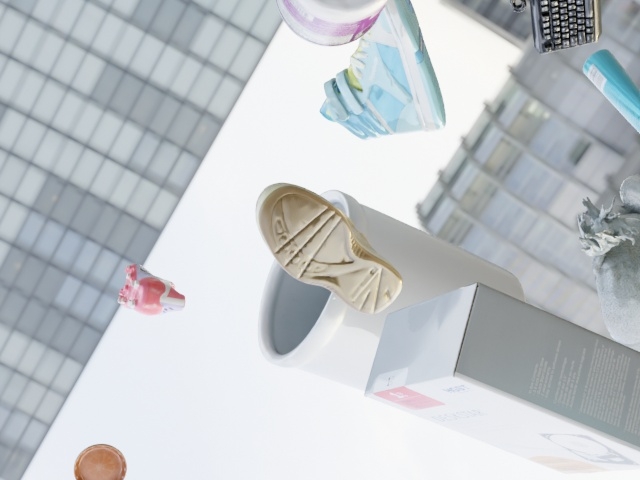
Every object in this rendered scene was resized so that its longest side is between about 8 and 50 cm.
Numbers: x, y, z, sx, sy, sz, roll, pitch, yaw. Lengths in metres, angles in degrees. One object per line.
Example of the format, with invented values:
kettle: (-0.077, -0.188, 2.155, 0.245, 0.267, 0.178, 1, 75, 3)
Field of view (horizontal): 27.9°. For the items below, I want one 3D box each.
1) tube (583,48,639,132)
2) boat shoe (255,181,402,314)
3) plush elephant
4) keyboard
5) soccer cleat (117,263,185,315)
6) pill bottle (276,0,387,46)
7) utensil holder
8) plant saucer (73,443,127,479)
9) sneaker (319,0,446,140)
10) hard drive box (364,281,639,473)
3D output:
tube: (0.481, -0.210, 1.984, 0.207, 0.052, 0.080, 60, -174, 33)
boat shoe: (0.000, 0.000, 1.775, 0.302, 0.109, 0.098, 37, -170, -45)
plush elephant: (0.439, 0.020, 1.425, 0.330, 0.255, 0.272, 48, -144, -58)
keyboard: (0.256, -0.279, 1.426, 0.108, 0.180, 0.023, -8, -132, 8)
soccer cleat: (-0.307, 0.094, 2.326, 0.095, 0.083, 0.248, 14, -179, -15)
pill bottle: (0.019, -0.381, 1.912, 0.169, 0.169, 0.301, 31, 176, -3)
utensil holder: (0.130, 0.126, 2.336, 0.385, 0.328, 0.327, 22, -157, -23)
plant saucer: (-0.346, 0.357, 2.024, 0.083, 0.083, 0.013, 25, -171, -17)
sneaker: (0.073, -0.304, 2.172, 0.127, 0.208, 0.319, -73, -35, -62)
hard drive box: (0.186, 0.132, 1.170, 0.232, 0.089, 0.181, 23, 161, -16)
